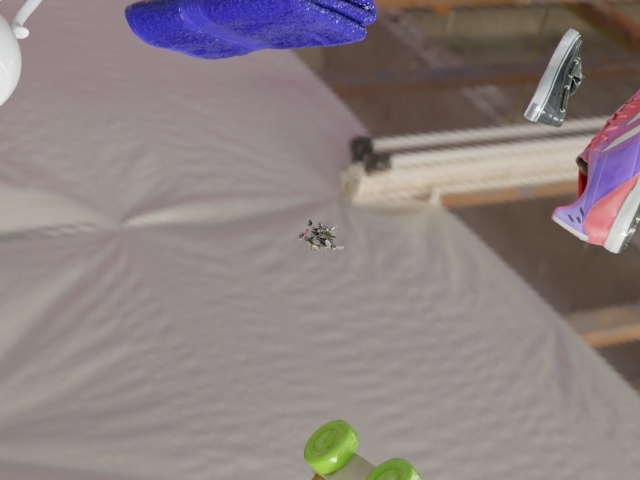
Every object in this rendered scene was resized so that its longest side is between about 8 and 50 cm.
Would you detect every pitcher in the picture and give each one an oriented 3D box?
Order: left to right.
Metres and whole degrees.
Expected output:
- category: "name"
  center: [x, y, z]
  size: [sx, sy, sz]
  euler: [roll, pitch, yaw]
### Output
- category: "pitcher"
  center: [-0.393, -0.240, 1.617]
  size: [0.177, 0.125, 0.207]
  euler: [-25, -141, -4]

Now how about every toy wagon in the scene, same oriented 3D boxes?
- category: "toy wagon"
  center: [0.084, 0.290, 1.377]
  size: [0.068, 0.267, 0.344]
  euler: [-45, -153, -12]

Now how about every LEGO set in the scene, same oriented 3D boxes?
- category: "LEGO set"
  center: [-0.002, -0.001, 1.718]
  size: [0.083, 0.023, 0.054]
  euler: [-4, -140, -51]

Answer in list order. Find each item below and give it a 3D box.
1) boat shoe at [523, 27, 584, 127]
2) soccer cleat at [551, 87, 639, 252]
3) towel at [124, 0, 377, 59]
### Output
- category: "boat shoe"
  center: [0.251, -0.166, 1.450]
  size: [0.040, 0.049, 0.142]
  euler: [27, -129, 5]
- category: "soccer cleat"
  center: [0.434, -0.135, 2.005]
  size: [0.116, 0.109, 0.318]
  euler: [21, -113, 9]
- category: "towel"
  center: [-0.098, -0.315, 2.011]
  size: [0.308, 0.076, 0.227]
  euler: [-4, 178, 35]
